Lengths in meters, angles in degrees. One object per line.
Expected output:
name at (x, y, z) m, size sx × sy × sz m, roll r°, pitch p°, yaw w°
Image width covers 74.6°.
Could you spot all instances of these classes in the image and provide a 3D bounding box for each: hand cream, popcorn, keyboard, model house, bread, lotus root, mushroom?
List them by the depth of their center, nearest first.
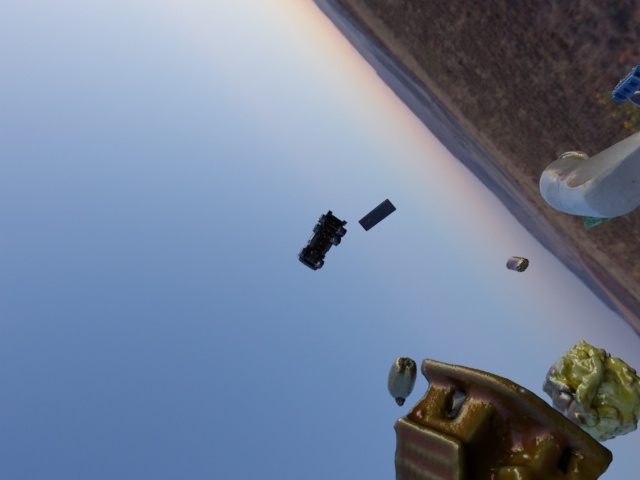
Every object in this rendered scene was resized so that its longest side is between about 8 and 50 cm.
model house at (0.237, 0.332, 0.618) m, size 0.239 × 0.268 × 0.173 m, roll -43°, pitch -68°, yaw -30°
mushroom at (0.585, -0.137, 0.936) m, size 0.126 × 0.177 × 0.397 m, roll 41°, pitch -170°, yaw 3°
popcorn at (0.792, 0.433, 1.225) m, size 0.293 × 0.237 × 0.293 m, roll -5°, pitch -90°, yaw -80°
bread at (0.603, 0.073, 1.286) m, size 0.036 × 0.047 × 0.083 m, roll 30°, pitch -177°, yaw 0°
lotus root at (0.266, 0.459, 1.379) m, size 0.090 × 0.183 × 0.077 m, roll 7°, pitch -154°, yaw 10°
keyboard at (0.200, -0.088, 1.497) m, size 0.053 × 0.155 × 0.010 m, roll 47°, pitch -142°, yaw -4°
hand cream at (1.119, -0.112, 1.642) m, size 0.095 × 0.175 × 0.046 m, roll 55°, pitch -161°, yaw -26°

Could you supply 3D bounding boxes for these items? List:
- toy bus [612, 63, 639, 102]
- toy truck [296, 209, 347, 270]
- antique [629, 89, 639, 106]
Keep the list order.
toy bus at (0.688, -0.346, 0.931) m, size 0.038 × 0.046 × 0.083 m, roll 36°, pitch 172°, yaw 11°
toy truck at (0.000, 0.000, 1.549) m, size 0.110 × 0.216 × 0.116 m, roll 33°, pitch 176°, yaw -12°
antique at (0.994, -0.403, 1.169) m, size 0.257 × 0.121 × 0.143 m, roll 42°, pitch 158°, yaw 2°
